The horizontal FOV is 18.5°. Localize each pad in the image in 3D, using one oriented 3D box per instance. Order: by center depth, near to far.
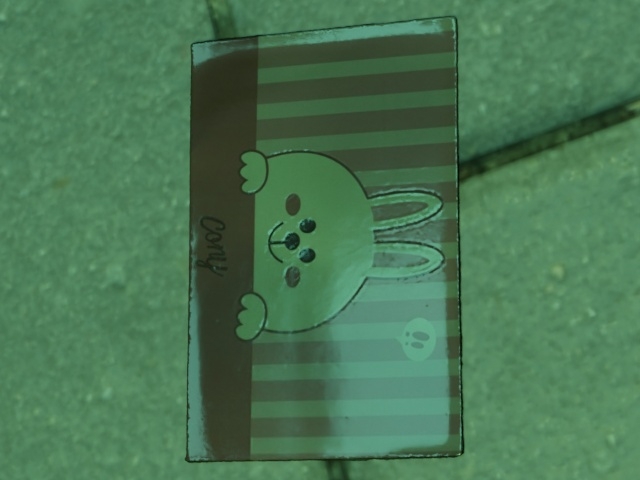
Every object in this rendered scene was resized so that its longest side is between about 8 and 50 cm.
[{"bbox_3d":[0.000,0.000,1.334,0.202,0.005,0.299,-3,79,21],"label":"pad"}]
